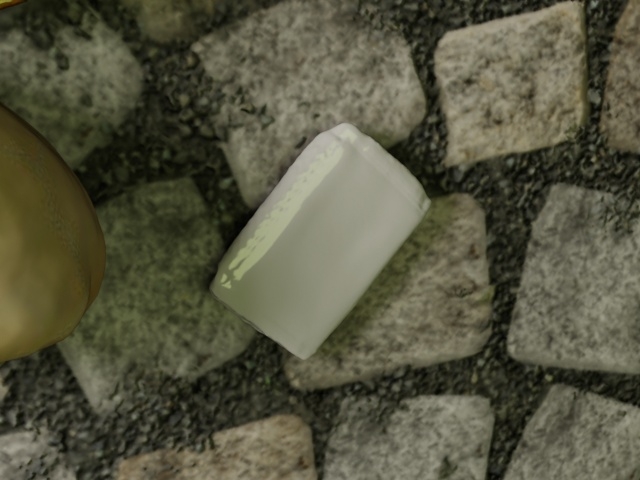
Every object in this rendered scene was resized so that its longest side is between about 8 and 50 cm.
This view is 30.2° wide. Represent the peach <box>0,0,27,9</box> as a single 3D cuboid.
[{"bbox_3d":[-0.291,-0.264,0.712,0.154,0.159,0.267,-24,125,-18],"label":"peach"}]

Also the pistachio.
[{"bbox_3d":[-0.297,-0.019,0.755,0.321,0.229,0.237,29,59,-34],"label":"pistachio"}]

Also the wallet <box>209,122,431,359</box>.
[{"bbox_3d":[0.000,0.000,0.981,0.124,0.032,0.183,39,87,-26],"label":"wallet"}]
